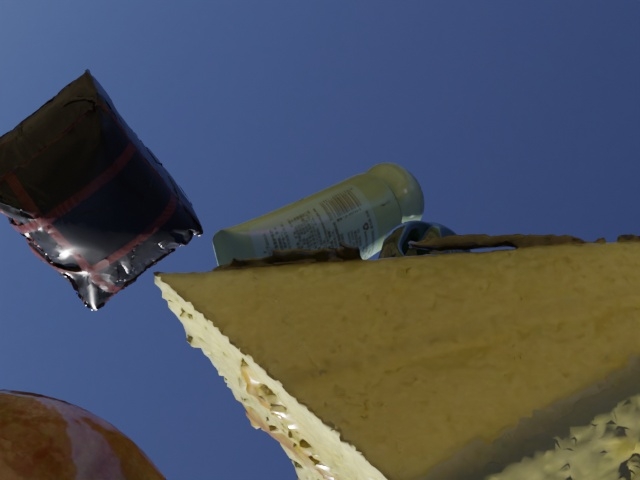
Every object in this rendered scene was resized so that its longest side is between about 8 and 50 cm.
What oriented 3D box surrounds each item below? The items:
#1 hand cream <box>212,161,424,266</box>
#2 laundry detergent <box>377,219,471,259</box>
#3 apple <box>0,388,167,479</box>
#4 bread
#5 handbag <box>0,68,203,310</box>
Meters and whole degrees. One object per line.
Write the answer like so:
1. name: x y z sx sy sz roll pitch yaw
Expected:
1. hand cream: 0.000 0.000 1.924 0.093 0.147 0.306 14 -146 44
2. laundry detergent: 0.087 0.054 1.389 0.063 0.137 0.211 -21 -178 23
3. apple: -0.161 0.177 0.767 0.211 0.211 0.188 -34 -162 29
4. bread: 0.164 0.086 0.977 0.405 0.345 0.242 -33 -128 -15
5. handbag: -0.251 -0.049 1.721 0.169 0.215 0.155 -36 -149 2
